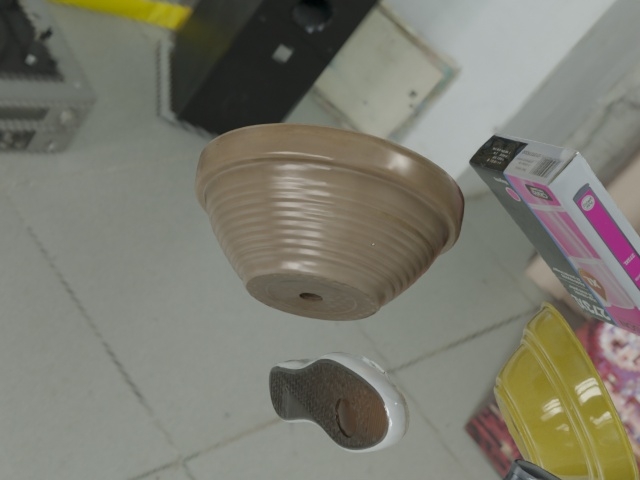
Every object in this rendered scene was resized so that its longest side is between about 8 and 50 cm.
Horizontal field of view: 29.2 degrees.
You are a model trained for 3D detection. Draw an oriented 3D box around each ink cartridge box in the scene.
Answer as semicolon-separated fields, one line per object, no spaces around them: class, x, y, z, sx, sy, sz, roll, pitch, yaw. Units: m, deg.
ink cartridge box;0.344;0.025;1.523;0.371;0.069;0.176;46;-9;-25

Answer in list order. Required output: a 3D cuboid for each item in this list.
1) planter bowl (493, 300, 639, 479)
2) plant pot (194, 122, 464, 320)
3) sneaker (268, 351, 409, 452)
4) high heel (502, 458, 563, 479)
planter bowl;0.240;0.179;1.280;0.217;0.090;0.217;156;-90;-89
plant pot;0.000;0.000;1.068;0.237;0.237;0.109;22;67;-25
sneaker;0.047;0.169;1.404;0.123;0.290;0.106;-7;95;-24
high heel;0.188;0.295;0.833;0.261;0.186;0.093;34;13;37
